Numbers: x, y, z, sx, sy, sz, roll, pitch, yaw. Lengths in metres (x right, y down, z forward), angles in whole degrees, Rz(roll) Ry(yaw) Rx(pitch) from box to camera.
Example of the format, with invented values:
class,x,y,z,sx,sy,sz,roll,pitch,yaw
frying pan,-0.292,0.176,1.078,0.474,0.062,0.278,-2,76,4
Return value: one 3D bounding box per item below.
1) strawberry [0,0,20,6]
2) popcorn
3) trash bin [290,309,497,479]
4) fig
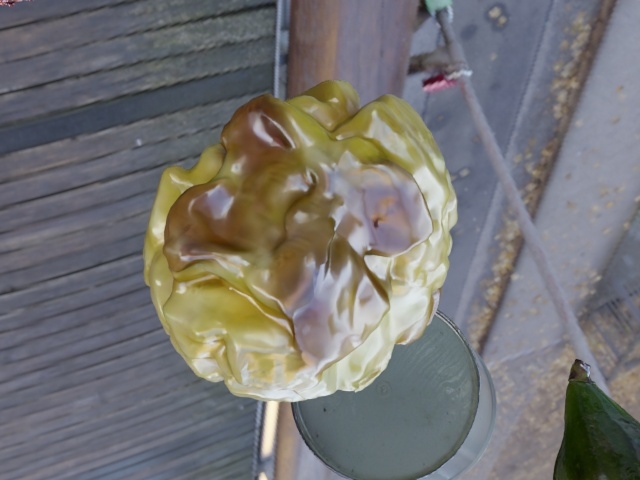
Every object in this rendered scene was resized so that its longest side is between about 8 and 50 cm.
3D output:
class,x,y,z,sx,sy,sz,roll,pitch,yaw
strawberry,-0.520,-0.459,1.396,0.201,0.184,0.187,19,148,-26
popcorn,0.000,0.000,0.723,0.332,0.225,0.265,16,101,-55
trash bin,0.119,0.235,1.290,0.280,0.280,0.432,-29,162,3
fig,0.193,0.160,0.560,0.117,0.177,0.117,-10,132,-11
